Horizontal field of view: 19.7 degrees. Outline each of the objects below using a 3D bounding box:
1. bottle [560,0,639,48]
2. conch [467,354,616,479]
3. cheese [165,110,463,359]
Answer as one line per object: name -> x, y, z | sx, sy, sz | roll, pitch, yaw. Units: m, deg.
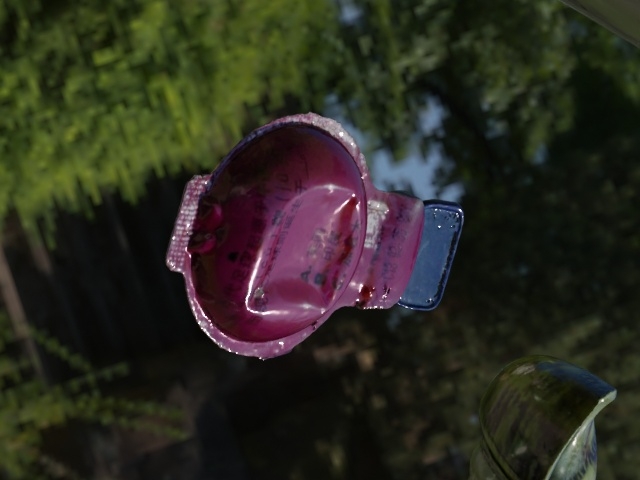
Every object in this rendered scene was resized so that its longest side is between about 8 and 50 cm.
bottle -> 0.145, -0.102, 0.624 | 0.245, 0.104, 0.104 | 40, -26, 42
conch -> 0.203, 0.194, 1.759 | 0.187, 0.124, 0.181 | -26, 133, -65
cheese -> 0.000, 0.000, 1.131 | 0.062, 0.244, 0.155 | 24, -78, 43
